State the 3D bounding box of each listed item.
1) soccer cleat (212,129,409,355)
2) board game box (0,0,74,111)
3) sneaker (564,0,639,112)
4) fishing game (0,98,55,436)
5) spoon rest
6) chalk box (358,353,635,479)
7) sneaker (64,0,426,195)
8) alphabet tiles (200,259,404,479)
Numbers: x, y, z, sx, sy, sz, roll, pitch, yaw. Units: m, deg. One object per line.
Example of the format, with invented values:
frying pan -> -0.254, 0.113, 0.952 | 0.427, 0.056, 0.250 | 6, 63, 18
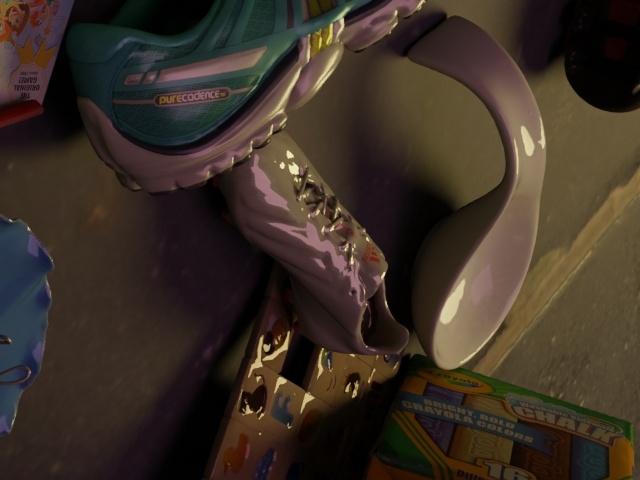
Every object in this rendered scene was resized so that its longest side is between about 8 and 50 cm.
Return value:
soccer cleat -> 0.000, 0.000, 0.919 | 0.068, 0.076, 0.196 | -60, 144, -29
board game box -> -0.166, -0.114, 0.653 | 0.154, 0.026, 0.103 | 4, 108, -57
sneaker -> 0.275, -0.231, 1.169 | 0.135, 0.098, 0.276 | -8, 120, -54
fishing game -> -0.189, 0.068, 0.714 | 0.189, 0.041, 0.264 | -25, 137, -46
spoon rest -> 0.113, -0.020, 1.083 | 0.137, 0.084, 0.276 | -42, 141, -33
chalk box -> 0.117, 0.206, 1.110 | 0.289, 0.179, 0.180 | -47, 154, -73
sneaker -> -0.022, -0.141, 0.786 | 0.275, 0.107, 0.110 | -50, 132, -29
alphabet tiles -> -0.015, 0.142, 1.022 | 0.198, 0.009, 0.237 | 40, 65, -56
